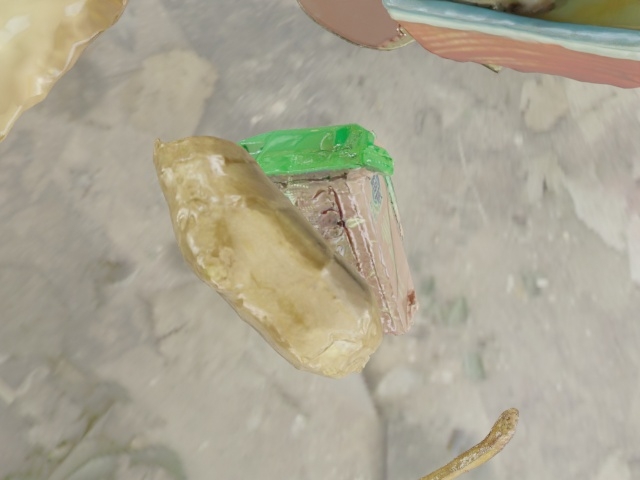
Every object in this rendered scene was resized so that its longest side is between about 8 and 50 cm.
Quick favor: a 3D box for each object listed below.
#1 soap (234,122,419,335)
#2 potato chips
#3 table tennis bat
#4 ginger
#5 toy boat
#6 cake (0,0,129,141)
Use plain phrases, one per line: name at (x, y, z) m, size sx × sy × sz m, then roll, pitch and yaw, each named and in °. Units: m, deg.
soap at (0.000, 0.002, 1.994) m, size 0.218 × 0.098 × 0.273 m, roll -5°, pitch 135°, yaw 13°
potato chips at (0.151, 0.243, 1.959) m, size 0.026 × 0.037 × 0.204 m, roll 12°, pitch 143°, yaw -31°
table tennis bat at (0.083, -0.230, 1.745) m, size 0.234 × 0.022 × 0.131 m, roll 31°, pitch 69°, yaw 14°
ginger at (-0.032, 0.011, 1.055) m, size 0.069 × 0.095 × 0.190 m, roll -42°, pitch 102°, yaw 5°
toy boat at (0.189, -0.168, 0.969) m, size 0.332 × 0.133 × 0.145 m, roll 8°, pitch 63°, yaw 30°
cake at (-0.226, -0.169, 0.484) m, size 0.307 × 0.314 × 0.293 m, roll 17°, pitch 111°, yaw -37°
